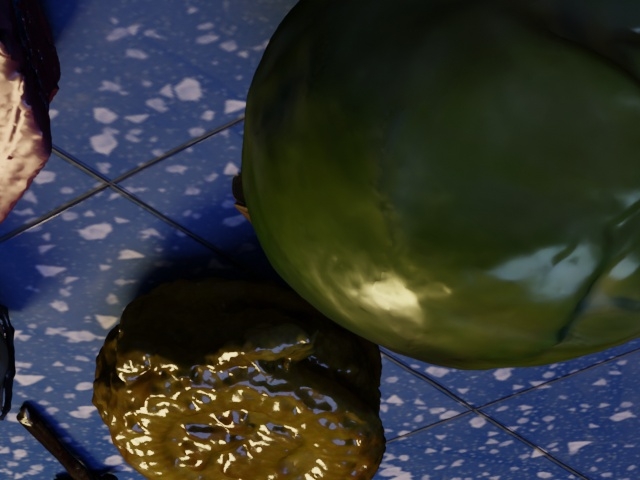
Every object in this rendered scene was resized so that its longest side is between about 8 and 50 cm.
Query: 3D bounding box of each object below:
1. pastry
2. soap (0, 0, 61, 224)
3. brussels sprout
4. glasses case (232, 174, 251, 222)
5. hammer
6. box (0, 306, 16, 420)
[{"bbox_3d":[-0.067,0.113,1.297,0.240,0.132,0.235,-11,137,22],"label":"pastry"},{"bbox_3d":[-0.245,-0.095,0.988,0.162,0.099,0.250,20,141,-21],"label":"soap"},{"bbox_3d":[0.117,-0.062,0.929,0.344,0.268,0.344,-8,171,-1],"label":"brussels sprout"},{"bbox_3d":[0.000,0.000,1.214,0.065,0.041,0.170,-15,147,19],"label":"glasses case"},{"bbox_3d":[-0.248,0.199,1.516,0.065,0.021,0.178,-10,147,11],"label":"hammer"},{"bbox_3d":[-0.436,0.100,1.254,0.370,0.112,0.190,-12,148,13],"label":"box"}]
